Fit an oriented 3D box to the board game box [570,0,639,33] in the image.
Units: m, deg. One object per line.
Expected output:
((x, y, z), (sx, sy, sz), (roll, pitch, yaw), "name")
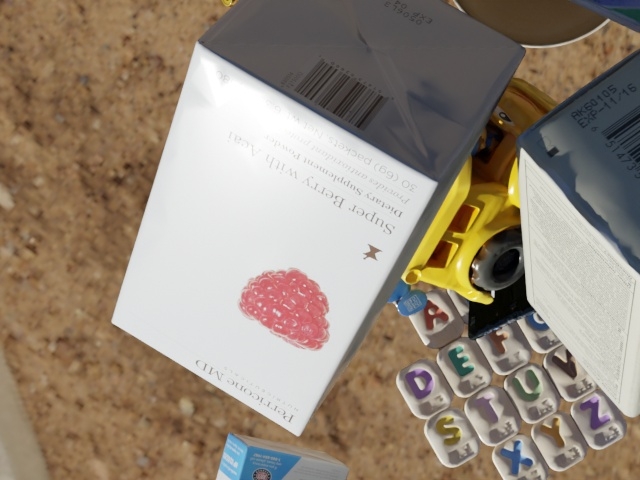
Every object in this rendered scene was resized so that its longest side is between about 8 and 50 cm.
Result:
((0.240, -0.388, 1.033), (0.390, 0.390, 0.050), (24, 172, -3), "board game box")

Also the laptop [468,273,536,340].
((0.292, -0.014, 1.500), (0.137, 0.234, 0.264), (12, 158, -20), "laptop")

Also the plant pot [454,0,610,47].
((0.310, -0.429, 1.852), (0.284, 0.191, 0.284), (1, 106, 4), "plant pot")

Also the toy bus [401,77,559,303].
((0.125, -0.062, 1.292), (0.211, 0.149, 0.220), (10, 118, -41), "toy bus")

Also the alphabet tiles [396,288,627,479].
((0.247, 0.161, 1.615), (0.284, 0.021, 0.278), (-29, 86, -1), "alphabet tiles")

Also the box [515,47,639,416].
((0.240, 0.008, 0.975), (0.148, 0.121, 0.311), (52, 174, 23), "box")

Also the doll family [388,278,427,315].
((0.000, 0.000, 1.429), (0.118, 0.163, 0.263), (-35, 103, 0), "doll family")

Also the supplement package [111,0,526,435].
((-0.010, -0.033, 0.931), (0.178, 0.175, 0.293), (30, 136, 6), "supplement package")

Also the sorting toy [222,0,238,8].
((-0.091, -0.314, 1.561), (0.061, 0.042, 0.102), (44, 134, 22), "sorting toy")

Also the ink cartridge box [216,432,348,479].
((-0.052, 0.277, 1.176), (0.104, 0.181, 0.061), (16, 178, -21), "ink cartridge box")
